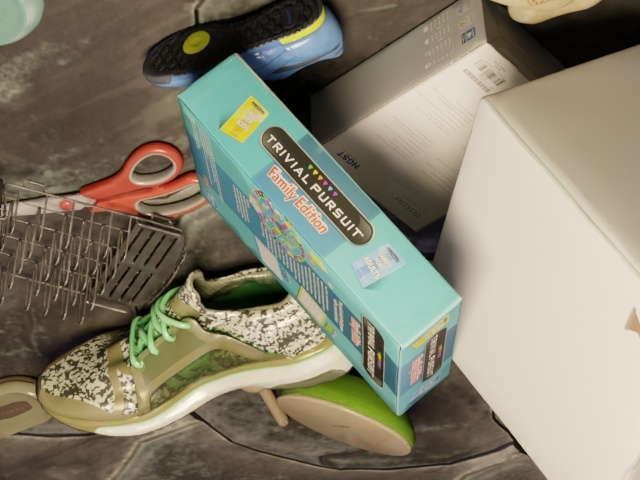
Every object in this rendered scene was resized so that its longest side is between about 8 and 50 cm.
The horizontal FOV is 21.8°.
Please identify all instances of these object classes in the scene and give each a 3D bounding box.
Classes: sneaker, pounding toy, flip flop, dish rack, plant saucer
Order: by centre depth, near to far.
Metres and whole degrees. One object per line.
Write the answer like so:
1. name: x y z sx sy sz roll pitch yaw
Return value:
1. plant saucer: -0.338 -0.234 1.668 0.119 0.021 0.119 -1 139 -1
2. sneaker: -0.077 -0.185 1.700 0.209 0.069 0.082 -15 141 14
3. dish rack: -0.299 0.024 1.911 0.271 0.074 0.208 15 145 -20
4. sneaker: -0.157 0.099 1.971 0.410 0.158 0.182 -17 135 5
5. pounding toy: 0.025 0.184 2.122 0.237 0.110 0.183 11 159 30
6. flip flop: -0.468 0.261 2.185 0.277 0.080 0.112 -21 135 20

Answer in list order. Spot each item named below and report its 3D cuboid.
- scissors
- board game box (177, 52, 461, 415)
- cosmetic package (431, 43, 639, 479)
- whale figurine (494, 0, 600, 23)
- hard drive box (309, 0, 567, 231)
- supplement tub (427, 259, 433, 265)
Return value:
1. scissors: -0.268 -0.038 1.895 0.297 0.021 0.109 -18 136 17
2. board game box: 0.000 0.000 1.683 0.079 0.336 0.254 -39 164 -12
3. cosmetic package: 0.369 0.019 1.648 0.393 0.327 0.329 -20 145 -26
4. whale figurine: 0.197 -0.297 1.560 0.216 0.141 0.272 -16 161 16
5. hard drive box: 0.133 -0.132 1.751 0.232 0.089 0.181 -30 132 28
6. supplement tub: 0.140 0.080 2.009 0.071 0.071 0.107 -20 137 19
